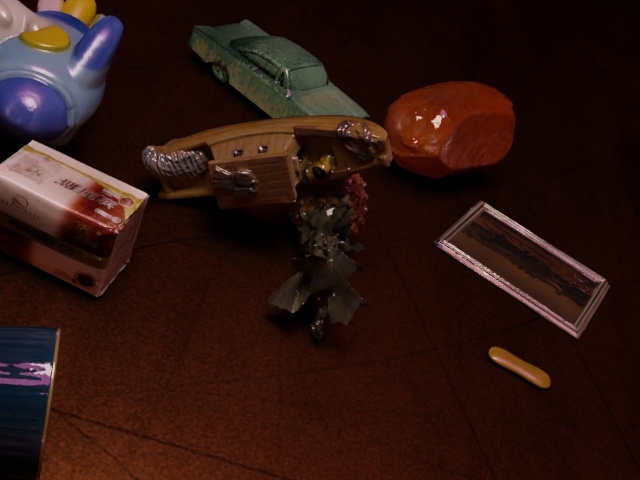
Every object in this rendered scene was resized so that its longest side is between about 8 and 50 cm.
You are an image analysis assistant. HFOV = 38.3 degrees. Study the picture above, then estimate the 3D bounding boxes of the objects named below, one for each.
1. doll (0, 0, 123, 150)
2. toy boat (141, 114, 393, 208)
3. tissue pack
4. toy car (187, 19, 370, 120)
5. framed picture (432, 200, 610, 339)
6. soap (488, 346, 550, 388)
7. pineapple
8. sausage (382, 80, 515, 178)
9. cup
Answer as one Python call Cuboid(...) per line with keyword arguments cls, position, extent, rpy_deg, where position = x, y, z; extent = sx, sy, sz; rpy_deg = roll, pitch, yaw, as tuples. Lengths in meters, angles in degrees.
Cuboid(cls="doll", position=(-0.380, -0.230, 1.104), extent=(0.365, 0.187, 0.376), rpy_deg=(5, 70, -44))
Cuboid(cls="toy boat", position=(-0.069, -0.099, 1.160), extent=(0.321, 0.089, 0.121), rpy_deg=(-5, 30, 15))
Cuboid(cls="tissue pack", position=(-0.285, -0.024, 1.025), extent=(0.148, 0.106, 0.099), rpy_deg=(25, 33, 1))
Cuboid(cls="toy car", position=(-0.068, -0.266, 1.505), extent=(0.320, 0.097, 0.141), rpy_deg=(41, 37, 23))
Cuboid(cls="framed picture", position=(0.315, 0.035, 1.410), extent=(0.252, 0.014, 0.197), rpy_deg=(34, 35, 14))
Cuboid(cls="soap", position=(0.259, 0.164, 1.197), extent=(0.089, 0.012, 0.034), rpy_deg=(29, 33, 5))
Cuboid(cls="pineapple", position=(0.000, 0.000, 1.171), extent=(0.130, 0.119, 0.277), rpy_deg=(-20, 28, 13))
Cuboid(cls="sausage", position=(0.212, -0.184, 1.520), extent=(0.141, 0.153, 0.268), rpy_deg=(22, 26, 38))
Cuboid(cls="cup", position=(-0.313, 0.127, 0.800), extent=(0.155, 0.131, 0.176), rpy_deg=(9, 7, -17))
